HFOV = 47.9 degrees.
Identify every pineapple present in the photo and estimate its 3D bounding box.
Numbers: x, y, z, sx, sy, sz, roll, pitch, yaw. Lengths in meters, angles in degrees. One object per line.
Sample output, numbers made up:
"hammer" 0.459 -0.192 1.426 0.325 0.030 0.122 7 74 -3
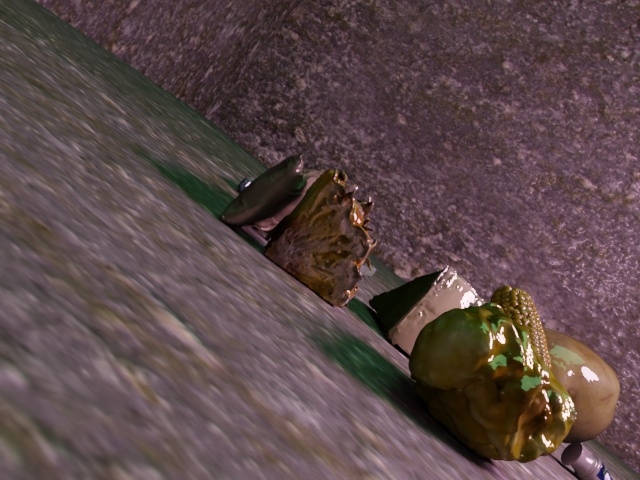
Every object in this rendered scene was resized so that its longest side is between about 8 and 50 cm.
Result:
"pineapple" 0.000 0.000 1.189 0.186 0.236 0.114 -1 4 -5

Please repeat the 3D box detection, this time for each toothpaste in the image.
"toothpaste" 0.612 0.527 1.513 0.266 0.061 0.096 44 2 -11

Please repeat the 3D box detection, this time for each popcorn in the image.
"popcorn" 0.234 0.195 0.977 0.225 0.174 0.286 48 7 15

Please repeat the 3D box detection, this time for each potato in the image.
"potato" 0.475 0.299 1.498 0.326 0.221 0.243 33 -5 -30

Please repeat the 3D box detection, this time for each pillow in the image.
"pillow" -0.072 -0.081 1.267 0.067 0.173 0.270 52 5 7

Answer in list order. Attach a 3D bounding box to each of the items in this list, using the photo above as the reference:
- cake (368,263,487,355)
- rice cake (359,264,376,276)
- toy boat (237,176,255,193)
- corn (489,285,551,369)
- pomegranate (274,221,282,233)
"cake" 0.174 0.182 1.401 0.158 0.172 0.283 45 -30 -12
"rice cake" 0.101 0.067 2.048 0.080 0.042 0.222 35 4 16
"toy boat" -0.118 -0.092 1.776 0.134 0.079 0.208 32 12 26
"corn" 0.371 0.229 1.333 0.115 0.115 0.318 36 45 -37
"pomegranate" -0.022 -0.033 1.460 0.169 0.148 0.148 51 6 8
